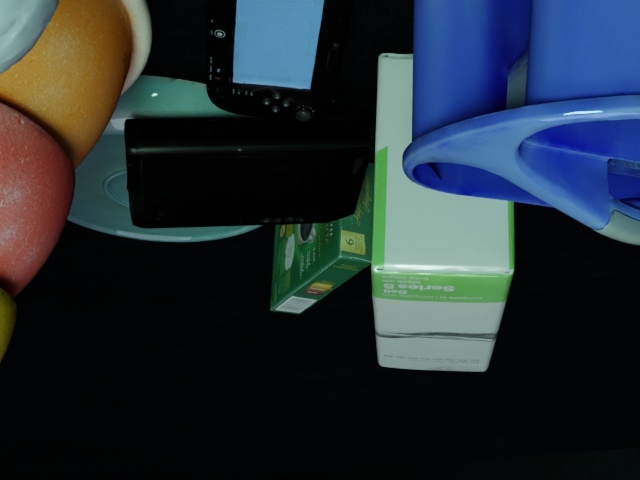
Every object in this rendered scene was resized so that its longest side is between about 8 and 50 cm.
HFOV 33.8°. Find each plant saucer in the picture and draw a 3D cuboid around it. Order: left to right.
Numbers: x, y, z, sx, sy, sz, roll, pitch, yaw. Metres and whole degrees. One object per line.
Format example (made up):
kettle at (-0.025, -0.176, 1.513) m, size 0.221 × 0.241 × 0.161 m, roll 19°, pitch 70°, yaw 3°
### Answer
plant saucer at (-0.163, -0.065, 1.050) m, size 0.317 × 0.044 × 0.318 m, roll 1°, pitch 157°, yaw 0°

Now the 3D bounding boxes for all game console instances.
game console at (-0.056, -0.116, 0.854) m, size 0.213 × 0.044 × 0.361 m, roll -2°, pitch 150°, yaw -9°

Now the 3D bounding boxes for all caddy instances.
caddy at (0.211, -0.085, 0.713) m, size 0.341 × 0.179 × 0.241 m, roll 5°, pitch 169°, yaw -36°

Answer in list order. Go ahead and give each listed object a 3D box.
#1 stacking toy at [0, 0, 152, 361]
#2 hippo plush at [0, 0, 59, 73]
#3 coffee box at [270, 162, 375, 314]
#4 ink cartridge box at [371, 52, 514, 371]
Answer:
stacking toy at (-0.301, 0.012, 0.676) m, size 0.350 × 0.480 × 0.351 m, roll 1°, pitch 157°, yaw 1°
hippo plush at (-0.181, -0.186, 0.372) m, size 0.294 × 0.237 × 0.234 m, roll 18°, pitch 168°, yaw 8°
coffee box at (0.000, 0.000, 1.102) m, size 0.040 × 0.113 × 0.184 m, roll 12°, pitch 154°, yaw -21°
ink cartridge box at (0.105, -0.012, 0.950) m, size 0.114 × 0.199 × 0.273 m, roll 1°, pitch 157°, yaw 4°
